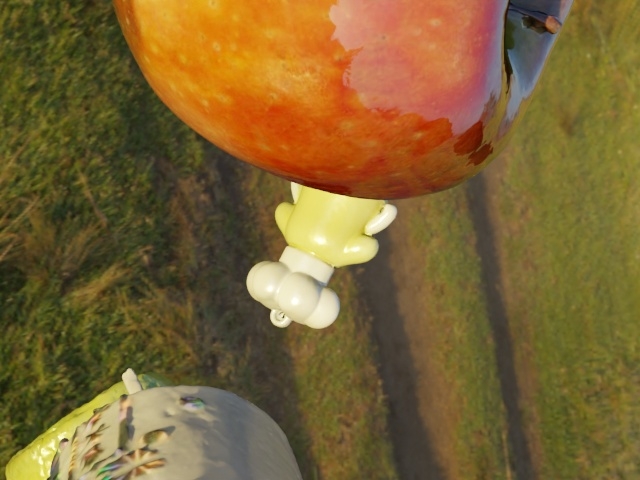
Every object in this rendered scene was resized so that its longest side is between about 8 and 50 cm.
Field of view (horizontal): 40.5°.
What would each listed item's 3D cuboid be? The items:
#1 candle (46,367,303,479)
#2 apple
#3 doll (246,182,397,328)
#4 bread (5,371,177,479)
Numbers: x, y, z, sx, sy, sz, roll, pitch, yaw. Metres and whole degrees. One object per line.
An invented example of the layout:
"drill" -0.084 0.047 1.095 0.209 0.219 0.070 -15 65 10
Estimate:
"candle" -0.091 0.190 0.555 0.187 0.187 0.330 60 -3 -20
"apple" 0.008 -0.133 0.419 0.230 0.230 0.230 24 59 -47
"doll" 0.000 0.000 0.737 0.163 0.106 0.062 -61 150 -9
"bread" -0.281 0.386 1.306 0.308 0.348 0.348 50 35 10
